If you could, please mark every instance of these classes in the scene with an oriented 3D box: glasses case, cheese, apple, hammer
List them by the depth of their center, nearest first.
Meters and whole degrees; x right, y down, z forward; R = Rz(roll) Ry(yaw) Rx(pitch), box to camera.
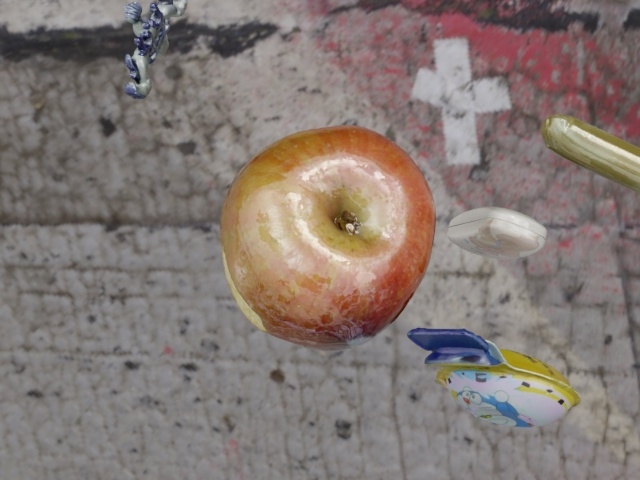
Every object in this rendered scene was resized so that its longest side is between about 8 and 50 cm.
[{"bbox_3d":[0.000,0.000,0.903,0.199,0.199,0.199,8,117,16],"label":"apple"},{"bbox_3d":[0.175,0.140,1.153,0.157,0.064,0.250,-4,152,37],"label":"cheese"},{"bbox_3d":[0.374,-0.058,1.201,0.305,0.113,0.202,28,150,18],"label":"hammer"},{"bbox_3d":[0.217,-0.009,1.402,0.081,0.204,0.051,20,83,-8],"label":"glasses case"}]

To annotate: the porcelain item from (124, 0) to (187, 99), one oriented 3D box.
[{"bbox_3d":[-0.183,-0.221,1.168,0.021,0.136,0.075,7,155,27],"label":"porcelain item"}]
